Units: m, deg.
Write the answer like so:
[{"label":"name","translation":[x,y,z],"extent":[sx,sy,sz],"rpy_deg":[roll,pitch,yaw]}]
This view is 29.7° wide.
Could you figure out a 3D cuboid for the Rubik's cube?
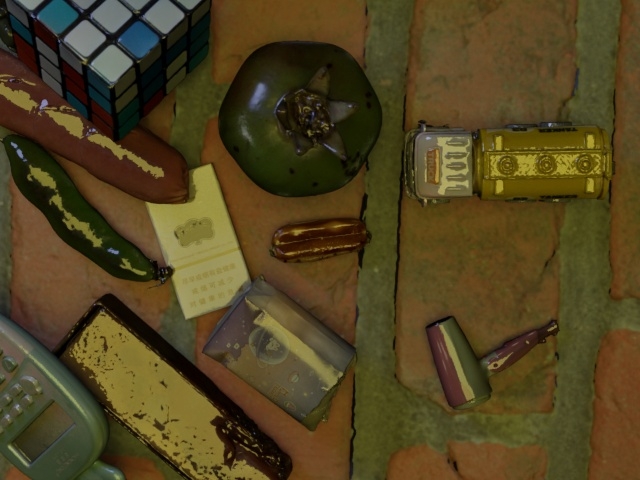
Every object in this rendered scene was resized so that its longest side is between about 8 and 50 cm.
[{"label":"Rubik's cube","translation":[-0.222,-0.228,1.281],"extent":[0.155,0.151,0.154],"rpy_deg":[40,72,6]}]

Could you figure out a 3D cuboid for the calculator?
[{"label":"calculator","translation":[-0.333,0.188,1.377],"extent":[0.295,0.042,0.184],"rpy_deg":[47,131,-3]}]

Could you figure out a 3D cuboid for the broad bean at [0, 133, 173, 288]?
[{"label":"broad bean","translation":[-0.282,-0.028,1.399],"extent":[0.254,0.046,0.065],"rpy_deg":[44,109,-2]}]

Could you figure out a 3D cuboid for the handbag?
[{"label":"handbag","translation":[-0.037,0.132,1.393],"extent":[0.173,0.095,0.117],"rpy_deg":[38,126,-3]}]

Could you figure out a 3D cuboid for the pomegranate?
[{"label":"pomegranate","translation":[-0.018,-0.133,1.306],"extent":[0.181,0.224,0.181],"rpy_deg":[0,91,-8]}]

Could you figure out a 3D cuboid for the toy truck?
[{"label":"toy truck","translation":[0.210,-0.088,1.363],"extent":[0.227,0.114,0.098],"rpy_deg":[-1,95,0]}]

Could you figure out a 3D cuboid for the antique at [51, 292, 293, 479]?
[{"label":"antique","translation":[-0.166,0.198,1.401],"extent":[0.310,0.087,0.093],"rpy_deg":[42,92,-3]}]

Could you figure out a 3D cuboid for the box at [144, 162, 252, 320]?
[{"label":"box","translation":[-0.143,0.001,1.414],"extent":[0.090,0.024,0.167],"rpy_deg":[-18,95,1]}]

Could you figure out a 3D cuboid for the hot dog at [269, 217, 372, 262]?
[{"label":"hot dog","translation":[0.000,0.000,1.412],"extent":[0.122,0.037,0.049],"rpy_deg":[-5,83,-5]}]

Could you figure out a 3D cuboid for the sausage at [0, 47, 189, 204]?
[{"label":"sausage","translation":[-0.335,-0.158,1.366],"extent":[0.433,0.088,0.088],"rpy_deg":[27,94,0]}]

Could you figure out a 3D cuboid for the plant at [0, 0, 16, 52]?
[{"label":"plant","translation":[-0.358,-0.271,1.362],"extent":[0.087,0.085,0.174],"rpy_deg":[-38,102,8]}]

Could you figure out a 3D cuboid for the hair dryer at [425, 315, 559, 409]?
[{"label":"hair dryer","translation":[0.208,0.127,1.423],"extent":[0.154,0.054,0.106],"rpy_deg":[-18,90,-9]}]
